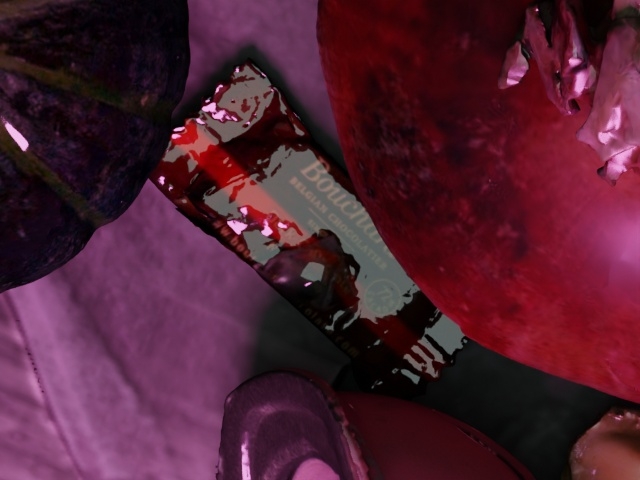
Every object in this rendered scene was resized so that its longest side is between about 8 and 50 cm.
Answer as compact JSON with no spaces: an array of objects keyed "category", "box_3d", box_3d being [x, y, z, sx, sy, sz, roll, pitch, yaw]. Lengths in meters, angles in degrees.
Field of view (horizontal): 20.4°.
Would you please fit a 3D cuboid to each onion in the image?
[{"category":"onion","box_3d":[0.148,-0.084,0.721,0.348,0.285,0.347,4,103,15]}]

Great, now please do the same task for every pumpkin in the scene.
[{"category":"pumpkin","box_3d":[-0.187,-0.092,0.796,0.250,0.216,0.249,-8,107,-26]}]

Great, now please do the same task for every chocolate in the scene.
[{"category":"chocolate","box_3d":[0.000,0.000,0.873,0.086,0.028,0.182,-43,90,7]}]

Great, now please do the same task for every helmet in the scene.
[{"category":"helmet","box_3d":[0.058,0.177,0.824,0.154,0.198,0.253,-6,90,-24]}]

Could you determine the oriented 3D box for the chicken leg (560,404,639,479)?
[{"category":"chicken leg","box_3d":[0.202,0.153,0.849,0.125,0.080,0.196,-43,96,8]}]
